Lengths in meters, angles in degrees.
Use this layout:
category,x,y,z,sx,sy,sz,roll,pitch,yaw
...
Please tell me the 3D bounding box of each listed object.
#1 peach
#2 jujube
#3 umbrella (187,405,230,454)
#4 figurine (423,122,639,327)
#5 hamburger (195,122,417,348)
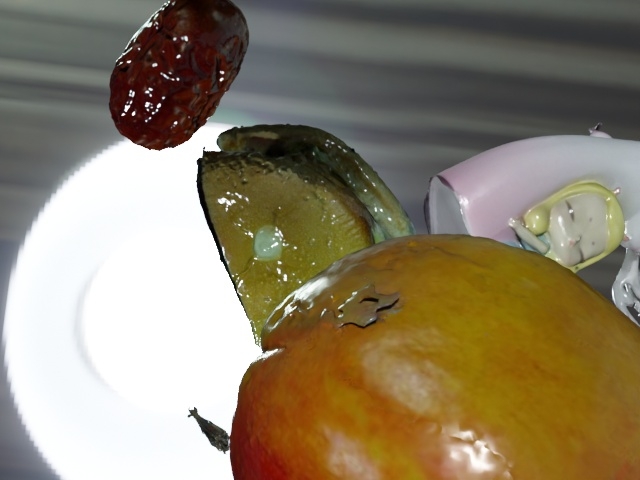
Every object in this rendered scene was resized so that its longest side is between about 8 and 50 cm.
category,x,y,z,sx,sy,sz,roll,pitch,yaw
peach,0.121,0.163,1.141,0.290,0.372,0.372,-57,-13,-29
jujube,-0.141,-0.169,1.588,0.109,0.112,0.176,-26,-18,-52
umbrella,-0.108,0.186,1.581,0.020,0.031,0.083,-51,39,-8
figurine,0.281,0.011,1.574,0.206,0.316,0.284,-161,51,-77
hamburger,0.000,0.000,1.720,0.167,0.192,0.288,-76,-32,-70
